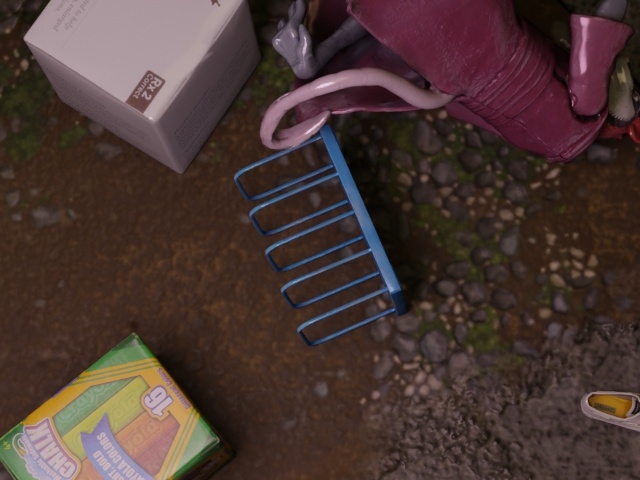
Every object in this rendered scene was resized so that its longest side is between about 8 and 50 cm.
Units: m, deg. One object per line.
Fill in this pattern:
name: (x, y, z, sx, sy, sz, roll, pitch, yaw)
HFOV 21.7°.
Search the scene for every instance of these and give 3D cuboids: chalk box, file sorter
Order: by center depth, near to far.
chalk box: (-0.204, 0.208, 1.516, 0.213, 0.132, 0.132, -40, 77, -7)
file sorter: (0.000, 0.000, 1.565, 0.105, 0.118, 0.170, -23, 76, 0)

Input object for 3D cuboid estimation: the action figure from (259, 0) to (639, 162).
action figure: (0.164, -0.161, 1.508, 0.370, 0.248, 0.275, 29, 54, -21)

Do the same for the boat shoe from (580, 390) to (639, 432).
boat shoe: (0.293, 0.158, 1.553, 0.100, 0.035, 0.035, 13, 77, 6)

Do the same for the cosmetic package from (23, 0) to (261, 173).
cosmetic package: (-0.163, -0.182, 1.582, 0.151, 0.183, 0.151, 32, 79, 10)
